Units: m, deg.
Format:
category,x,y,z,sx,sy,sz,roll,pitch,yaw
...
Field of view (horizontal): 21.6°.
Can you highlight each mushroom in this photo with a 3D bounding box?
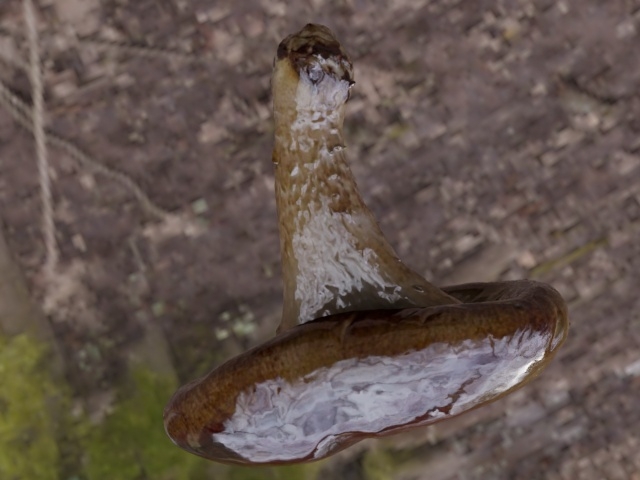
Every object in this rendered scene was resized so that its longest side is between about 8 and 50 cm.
category,x,y,z,sx,sy,sz,roll,pitch,yaw
mushroom,0.000,0.000,0.888,0.227,0.217,0.148,-20,178,14
